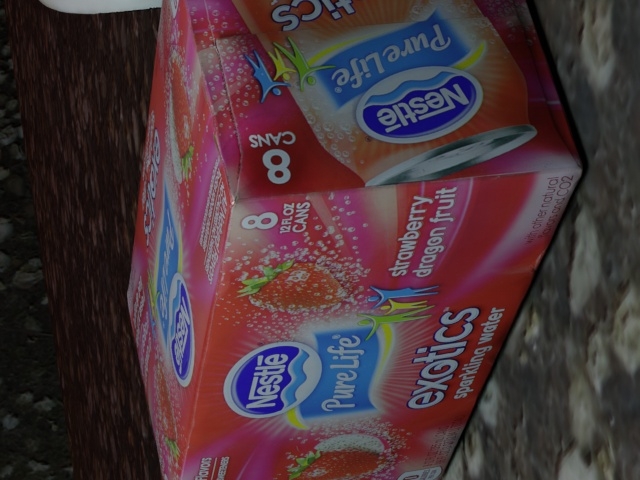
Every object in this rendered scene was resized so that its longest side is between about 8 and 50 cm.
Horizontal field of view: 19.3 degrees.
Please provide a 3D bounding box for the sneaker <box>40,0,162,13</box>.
[{"bbox_3d":[-0.142,-0.295,1.211,0.323,0.130,0.236,-111,15,-64],"label":"sneaker"}]

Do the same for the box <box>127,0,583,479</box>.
[{"bbox_3d":[0.000,0.000,0.752,0.257,0.128,0.122,106,155,-57],"label":"box"}]
